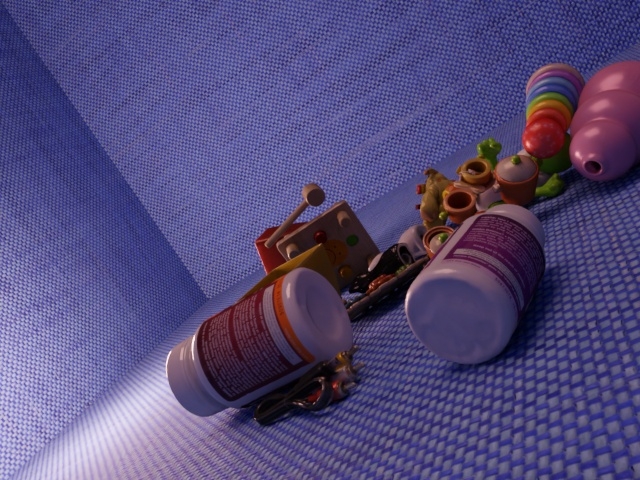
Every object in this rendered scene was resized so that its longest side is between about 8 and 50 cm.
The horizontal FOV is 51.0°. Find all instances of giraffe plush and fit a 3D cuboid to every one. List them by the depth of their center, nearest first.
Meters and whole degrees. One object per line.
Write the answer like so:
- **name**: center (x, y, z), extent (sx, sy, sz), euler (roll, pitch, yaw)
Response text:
- **giraffe plush**: center (0.389, -0.120, 1.930), extent (0.171, 0.210, 0.181), euler (2, -8, 19)

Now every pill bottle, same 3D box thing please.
- **pill bottle**: center (0.270, 0.055, 1.100), extent (0.169, 0.169, 0.301), euler (-28, 9, 41)
- **pill bottle**: center (-0.143, 0.240, 1.507), extent (0.392, 0.224, 0.224), euler (-30, 7, 25)

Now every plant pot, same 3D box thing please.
- **plant pot**: center (-0.061, 0.163, 1.847), extent (0.212, 0.187, 0.212), euler (-30, 7, 35)
- **plant pot**: center (-0.053, 0.065, 2.356), extent (0.236, 0.267, 0.267), euler (-19, 9, 9)

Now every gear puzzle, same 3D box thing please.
- **gear puzzle**: center (0.182, 0.085, 1.634), extent (0.339, 0.044, 0.175), euler (-34, -14, -4)

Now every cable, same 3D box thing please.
- **cable**: center (-0.030, 0.312, 1.298), extent (0.287, 0.072, 0.139), euler (-44, 17, 31)

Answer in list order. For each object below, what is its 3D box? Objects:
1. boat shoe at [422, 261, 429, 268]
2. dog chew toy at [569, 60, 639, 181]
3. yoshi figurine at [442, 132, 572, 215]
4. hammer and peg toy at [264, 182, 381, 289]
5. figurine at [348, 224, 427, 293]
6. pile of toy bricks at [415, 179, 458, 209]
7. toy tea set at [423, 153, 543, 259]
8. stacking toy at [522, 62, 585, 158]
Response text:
- **boat shoe**: center (0.263, 0.077, 1.508), extent (0.056, 0.049, 0.152), euler (-14, 5, 7)
- **dog chew toy**: center (0.640, -0.248, 1.451), extent (0.207, 0.206, 0.332), euler (-25, 18, 52)
- **yoshi figurine**: center (0.491, -0.165, 1.655), extent (0.362, 0.203, 0.203), euler (-33, 22, -15)
- **hammer and peg toy**: center (0.000, 0.000, 2.044), extent (0.266, 0.361, 0.127), euler (-34, 27, 6)
- **figurine**: center (0.192, 0.060, 1.859), extent (0.209, 0.092, 0.215), euler (-34, 4, 38)
- **pile of toy bricks**: center (0.423, -0.160, 2.363), extent (0.105, 0.118, 0.212), euler (7, 13, 35)
- **toy tea set**: center (0.351, -0.085, 1.477), extent (0.200, 0.124, 0.336), euler (14, 55, 29)
- **stacking toy**: center (0.531, -0.294, 1.555), extent (0.141, 0.141, 0.330), euler (-29, 17, 37)
